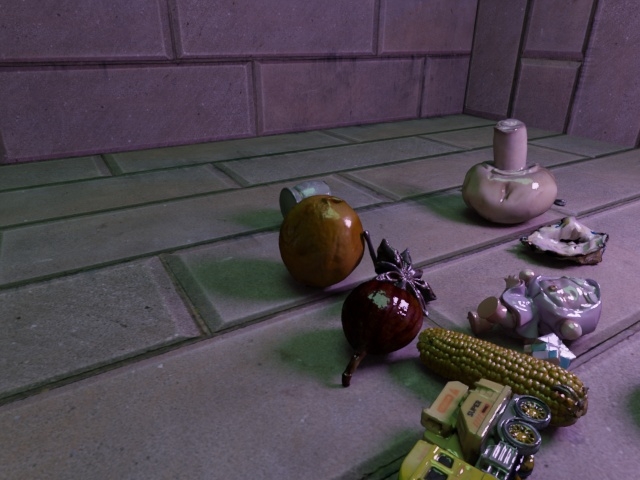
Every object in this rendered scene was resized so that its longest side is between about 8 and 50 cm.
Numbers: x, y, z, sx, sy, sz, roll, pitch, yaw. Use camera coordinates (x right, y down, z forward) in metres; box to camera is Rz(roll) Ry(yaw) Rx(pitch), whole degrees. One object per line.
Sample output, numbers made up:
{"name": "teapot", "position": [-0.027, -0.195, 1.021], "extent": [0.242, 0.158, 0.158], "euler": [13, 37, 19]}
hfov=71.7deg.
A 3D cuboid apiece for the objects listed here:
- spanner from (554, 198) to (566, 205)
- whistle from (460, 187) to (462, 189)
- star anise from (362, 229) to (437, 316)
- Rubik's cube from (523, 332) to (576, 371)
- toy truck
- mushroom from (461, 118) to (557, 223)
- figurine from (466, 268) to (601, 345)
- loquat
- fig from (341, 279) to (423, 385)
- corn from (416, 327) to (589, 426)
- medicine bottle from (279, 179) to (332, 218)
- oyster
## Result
{"name": "spanner", "position": [0.849, -0.179, 1.759], "extent": [0.054, 0.015, 0.254], "euler": [-17, 30, -36]}
{"name": "whistle", "position": [0.615, -0.216, 1.815], "extent": [0.083, 0.029, 0.033], "euler": [-8, -6, -7]}
{"name": "star anise", "position": [0.174, 0.085, 1.039], "extent": [0.209, 0.089, 0.231], "euler": [11, 47, -42]}
{"name": "Rubik's cube", "position": [0.420, 0.223, 0.826], "extent": [0.073, 0.075, 0.084], "euler": [-7, 27, -21]}
{"name": "toy truck", "position": [0.197, 0.298, 0.606], "extent": [0.157, 0.124, 0.272], "euler": [19, 31, 34]}
{"name": "mushroom", "position": [0.645, -0.230, 1.498], "extent": [0.314, 0.336, 0.314], "euler": [-7, 29, 4]}
{"name": "figurine", "position": [0.455, 0.147, 0.930], "extent": [0.276, 0.133, 0.200], "euler": [-6, 34, -3]}
{"name": "loquat", "position": [0.000, 0.000, 1.099], "extent": [0.238, 0.238, 0.193], "euler": [16, 29, 30]}
{"name": "fig", "position": [0.103, 0.156, 0.870], "extent": [0.202, 0.148, 0.149], "euler": [-11, 52, -44]}
{"name": "corn", "position": [0.304, 0.233, 0.781], "extent": [0.293, 0.106, 0.106], "euler": [14, 28, 35]}
{"name": "medicine bottle", "position": [-0.048, -0.118, 1.460], "extent": [0.143, 0.147, 0.147], "euler": [-18, 30, -27]}
{"name": "oyster", "position": [0.722, 0.003, 1.296], "extent": [0.259, 0.092, 0.198], "euler": [-23, 32, -23]}
